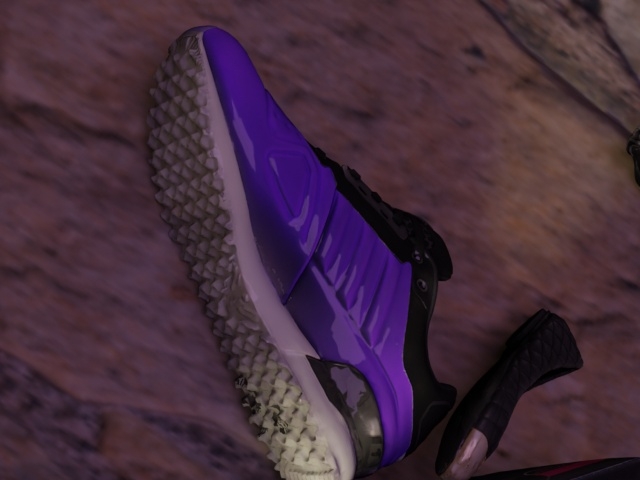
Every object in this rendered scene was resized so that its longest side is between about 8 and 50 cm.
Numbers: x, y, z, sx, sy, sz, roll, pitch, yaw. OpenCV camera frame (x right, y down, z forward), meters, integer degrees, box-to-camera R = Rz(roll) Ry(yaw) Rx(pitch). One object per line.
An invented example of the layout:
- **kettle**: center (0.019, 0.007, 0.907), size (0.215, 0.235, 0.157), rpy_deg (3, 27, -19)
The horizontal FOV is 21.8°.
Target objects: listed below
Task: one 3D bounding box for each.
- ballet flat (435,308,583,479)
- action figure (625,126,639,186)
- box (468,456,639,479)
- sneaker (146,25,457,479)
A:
- **ballet flat**: center (0.121, 0.099, 1.036), size (0.049, 0.057, 0.173), rpy_deg (45, 42, 1)
- **action figure**: center (0.335, -0.132, 1.137), size (0.164, 0.141, 0.275), rpy_deg (38, 73, 1)
- **box**: center (0.118, 0.276, 0.965), size (0.165, 0.143, 0.270), rpy_deg (-6, 83, -50)
- **sneaker**: center (0.000, 0.000, 1.021), size (0.146, 0.102, 0.293), rpy_deg (-22, 95, -26)
